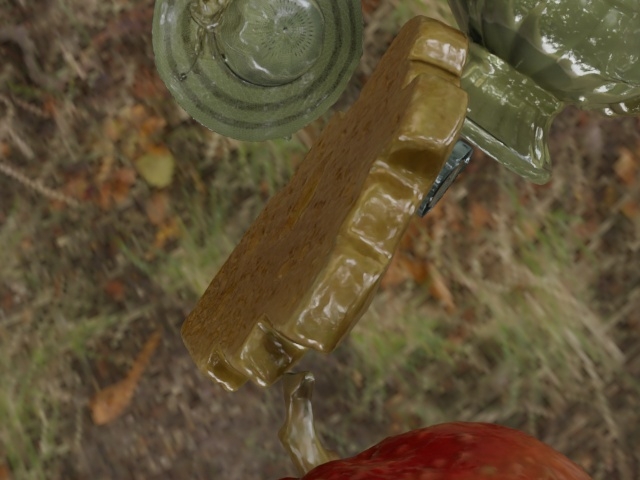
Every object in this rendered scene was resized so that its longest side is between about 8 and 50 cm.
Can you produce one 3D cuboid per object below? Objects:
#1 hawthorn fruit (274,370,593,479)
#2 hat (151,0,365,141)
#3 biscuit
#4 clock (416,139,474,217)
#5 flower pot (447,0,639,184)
[{"bbox_3d":[0.045,0.165,0.781,0.205,0.253,0.205,-26,154,-14],"label":"hawthorn fruit"},{"bbox_3d":[-0.054,-0.227,2.027,0.252,0.110,0.252,-2,96,-16],"label":"hat"},{"bbox_3d":[0.000,0.000,0.898,0.041,0.212,0.238,31,139,-13],"label":"biscuit"},{"bbox_3d":[0.115,-0.059,1.770,0.017,0.085,0.085,38,105,8],"label":"clock"},{"bbox_3d":[0.234,-0.214,2.049,0.307,0.307,0.244,28,104,-34],"label":"flower pot"}]
